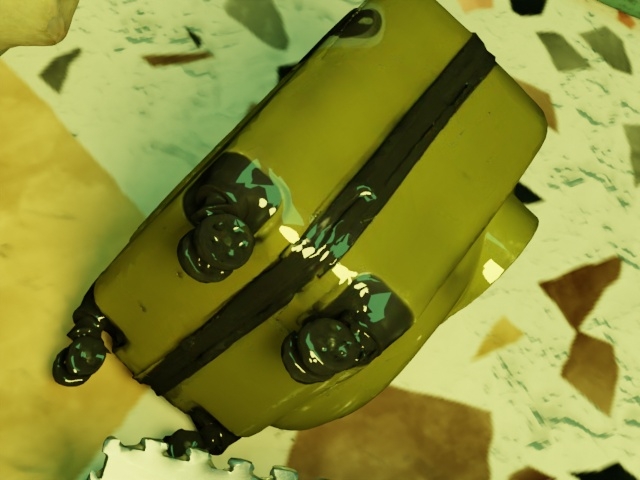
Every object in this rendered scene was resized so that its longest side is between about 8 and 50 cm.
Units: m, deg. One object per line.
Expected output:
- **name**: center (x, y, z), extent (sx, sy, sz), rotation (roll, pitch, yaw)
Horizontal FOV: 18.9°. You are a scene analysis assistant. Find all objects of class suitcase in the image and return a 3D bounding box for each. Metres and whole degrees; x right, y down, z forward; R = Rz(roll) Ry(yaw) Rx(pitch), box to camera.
- **suitcase**: center (0.000, 0.000, 0.975), extent (0.143, 0.194, 0.235), rotation (44, 52, -5)

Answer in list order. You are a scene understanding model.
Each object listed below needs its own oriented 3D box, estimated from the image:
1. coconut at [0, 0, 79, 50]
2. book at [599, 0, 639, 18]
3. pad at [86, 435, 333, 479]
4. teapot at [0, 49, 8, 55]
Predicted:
- **coconut**: center (-0.195, -0.199, 0.796), extent (0.328, 0.329, 0.329), rotation (12, 56, -19)
- **book**: center (0.198, -0.266, 1.338), extent (0.379, 0.031, 0.264), rotation (23, 52, -11)
- **pad**: center (-0.005, 0.240, 0.856), extent (0.269, 0.012, 0.269), rotation (14, 85, -16)
- **teapot**: center (-0.273, -0.118, 0.956), extent (0.294, 0.129, 0.193), rotation (4, 58, -24)
